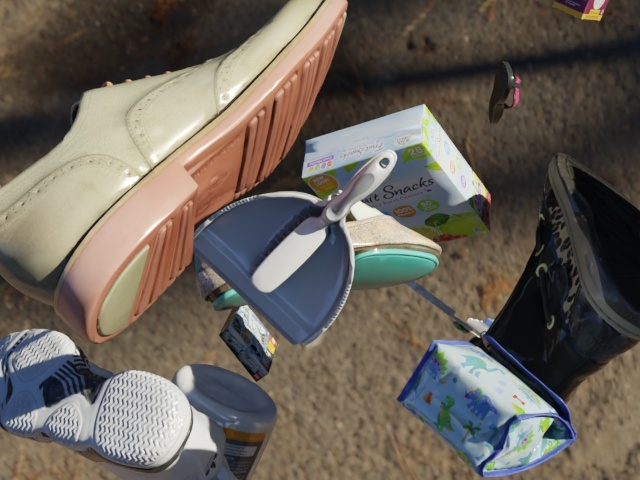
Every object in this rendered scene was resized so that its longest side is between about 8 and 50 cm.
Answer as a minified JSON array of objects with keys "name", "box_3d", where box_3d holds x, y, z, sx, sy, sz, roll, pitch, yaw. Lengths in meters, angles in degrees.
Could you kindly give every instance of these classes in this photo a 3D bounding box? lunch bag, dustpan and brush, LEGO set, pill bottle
[{"name":"lunch bag","box_3d":[0.178,0.165,1.244,0.129,0.151,0.096,43,110,34]},{"name":"dustpan and brush","box_3d":[-0.006,-0.010,1.080,0.211,0.147,0.060,-45,6,18]},{"name":"LEGO set","box_3d":[0.215,0.105,1.672,0.060,0.244,0.182,-54,22,1]},{"name":"pill bottle","box_3d":[-0.181,0.329,1.750,0.162,0.162,0.278,37,108,42]}]

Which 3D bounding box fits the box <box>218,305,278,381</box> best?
[{"name":"box","box_3d":[-0.110,0.154,1.909,0.027,0.094,0.137,-37,8,12]}]

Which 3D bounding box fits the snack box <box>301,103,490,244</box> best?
[{"name":"snack box","box_3d":[0.102,-0.070,1.602,0.174,0.207,0.070,-15,49,27]}]

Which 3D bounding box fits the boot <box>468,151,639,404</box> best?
[{"name":"boot","box_3d":[0.261,0.076,1.454,0.284,0.138,0.377,-54,17,24]}]

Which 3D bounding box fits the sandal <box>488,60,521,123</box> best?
[{"name":"sandal","box_3d":[0.306,-0.242,2.022,0.040,0.179,0.067,2,75,2]}]

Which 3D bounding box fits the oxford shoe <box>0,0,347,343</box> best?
[{"name":"oxford shoe","box_3d":[-0.111,-0.098,0.966,0.146,0.140,0.397,31,48,11]}]

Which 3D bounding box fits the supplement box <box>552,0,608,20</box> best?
[{"name":"supplement box","box_3d":[0.314,-0.302,1.434,0.043,0.083,0.055,33,25,30]}]

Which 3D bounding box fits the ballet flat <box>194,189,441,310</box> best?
[{"name":"ballet flat","box_3d":[0.000,0.000,1.343,0.316,0.107,0.106,-5,66,-39]}]

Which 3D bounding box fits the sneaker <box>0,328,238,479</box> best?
[{"name":"sneaker","box_3d":[-0.266,0.234,1.548,0.366,0.210,0.137,12,64,38]}]
